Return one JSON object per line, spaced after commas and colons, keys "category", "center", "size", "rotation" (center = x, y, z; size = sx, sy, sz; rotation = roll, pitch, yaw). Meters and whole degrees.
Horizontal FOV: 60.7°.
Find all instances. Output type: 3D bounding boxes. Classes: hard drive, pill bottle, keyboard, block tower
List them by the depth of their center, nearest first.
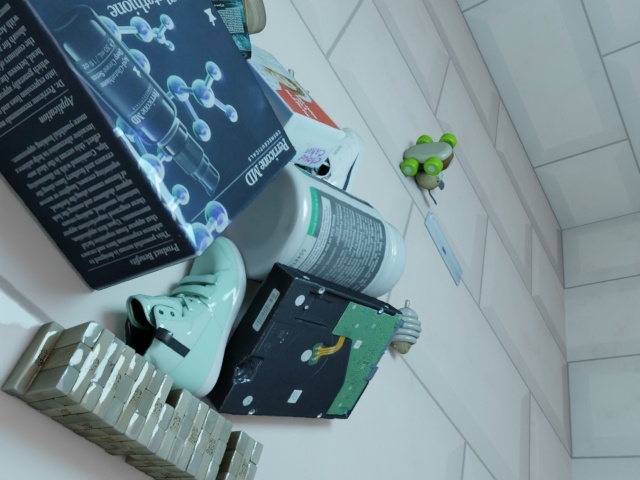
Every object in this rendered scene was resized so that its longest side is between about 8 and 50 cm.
{"category": "block tower", "center": [-0.216, 0.229, 0.693], "size": [0.335, 0.097, 0.091], "rotation": [48, 40, -31]}
{"category": "hard drive", "center": [-0.009, 0.185, 0.926], "size": [0.339, 0.064, 0.237], "rotation": [23, 98, -48]}
{"category": "pill bottle", "center": [0.000, 0.000, 1.007], "size": [0.361, 0.204, 0.204], "rotation": [21, 59, -50]}
{"category": "keyboard", "center": [0.395, 0.027, 1.747], "size": [0.256, 0.014, 0.072], "rotation": [58, 41, -21]}

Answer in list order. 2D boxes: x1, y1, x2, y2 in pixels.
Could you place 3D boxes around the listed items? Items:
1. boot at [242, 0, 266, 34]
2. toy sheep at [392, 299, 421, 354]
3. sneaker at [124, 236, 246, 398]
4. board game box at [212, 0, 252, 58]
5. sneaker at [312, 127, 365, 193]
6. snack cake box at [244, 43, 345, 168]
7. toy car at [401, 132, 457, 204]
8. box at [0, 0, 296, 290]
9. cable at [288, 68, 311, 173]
{"category": "boot", "center": [-0.226, -0.510, 1.013], "size": [0.220, 0.109, 0.284], "rotation": [-31, 109, -52]}
{"category": "toy sheep", "center": [0.203, 0.209, 1.322], "size": [0.091, 0.091, 0.132], "rotation": [27, 60, -47]}
{"category": "sneaker", "center": [-0.192, 0.077, 0.778], "size": [0.151, 0.094, 0.256], "rotation": [46, 40, -45]}
{"category": "board game box", "center": [-0.214, -0.350, 0.896], "size": [0.186, 0.026, 0.126], "rotation": [-8, 74, -13]}
{"category": "sneaker", "center": [0.035, -0.190, 1.256], "size": [0.095, 0.090, 0.235], "rotation": [38, 45, -28]}
{"category": "snack cake box", "center": [-0.094, -0.254, 0.979], "size": [0.152, 0.089, 0.264], "rotation": [8, 38, -55]}
{"category": "toy car", "center": [0.349, -0.207, 1.679], "size": [0.155, 0.149, 0.188], "rotation": [-55, 134, -36]}
{"category": "box", "center": [-0.258, -0.188, 0.709], "size": [0.395, 0.212, 0.293], "rotation": [60, 35, -21]}
{"category": "cable", "center": [-0.051, -0.207, 1.127], "size": [0.139, 0.072, 0.287], "rotation": [85, 5, -60]}
